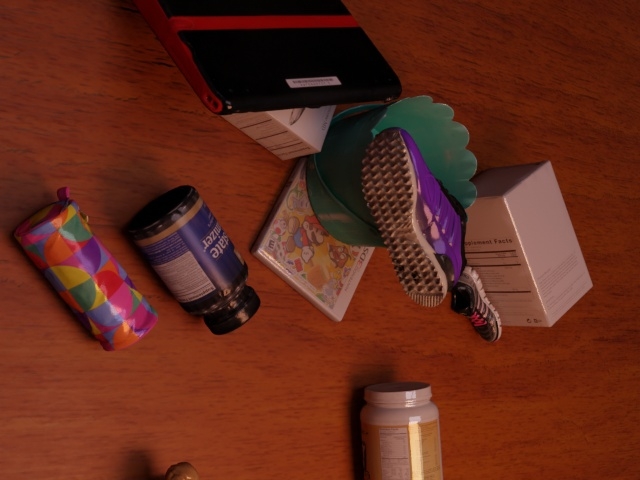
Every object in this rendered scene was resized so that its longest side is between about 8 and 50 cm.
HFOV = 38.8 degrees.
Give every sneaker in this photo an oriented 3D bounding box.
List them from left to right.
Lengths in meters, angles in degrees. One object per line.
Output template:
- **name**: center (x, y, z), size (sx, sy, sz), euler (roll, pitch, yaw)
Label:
- **sneaker**: center (0.165, -0.054, 1.461), size (0.146, 0.102, 0.293), euler (-33, 114, -40)
- **sneaker**: center (0.310, 0.141, 1.862), size (0.075, 0.063, 0.170), euler (-34, 104, -37)

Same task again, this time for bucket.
- **bucket**: center (0.121, -0.113, 1.605), size (0.281, 0.183, 0.281), euler (4, 84, -41)

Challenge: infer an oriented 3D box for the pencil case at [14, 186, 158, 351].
- **pencil case**: center (-0.330, 0.046, 1.298), size (0.104, 0.104, 0.236), euler (-45, 116, -33)

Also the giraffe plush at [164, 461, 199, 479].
- **giraffe plush**: center (-0.238, 0.454, 1.329), size (0.170, 0.181, 0.210), euler (-20, 134, -30)

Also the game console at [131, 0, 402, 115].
- **game console**: center (-0.090, -0.332, 1.441), size (0.386, 0.060, 0.342), euler (-13, 62, -40)

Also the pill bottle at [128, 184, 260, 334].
- **pill bottle**: center (-0.188, 0.035, 1.402), size (0.123, 0.122, 0.219), euler (-48, 117, -32)

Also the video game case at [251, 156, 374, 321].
- **video game case**: center (0.000, 0.000, 1.629), size (0.227, 0.026, 0.206), euler (42, 62, -30)

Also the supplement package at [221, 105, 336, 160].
- **supplement package**: center (-0.079, -0.228, 1.525), size (0.179, 0.105, 0.105), euler (33, 65, -35)

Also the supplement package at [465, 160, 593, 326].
- **supplement package**: center (0.404, 0.008, 1.876), size (0.177, 0.175, 0.293), euler (-33, 108, -36)

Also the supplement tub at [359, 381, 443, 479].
- **supplement tub**: center (0.146, 0.364, 1.650), size (0.144, 0.144, 0.200), euler (-3, 88, -41)
